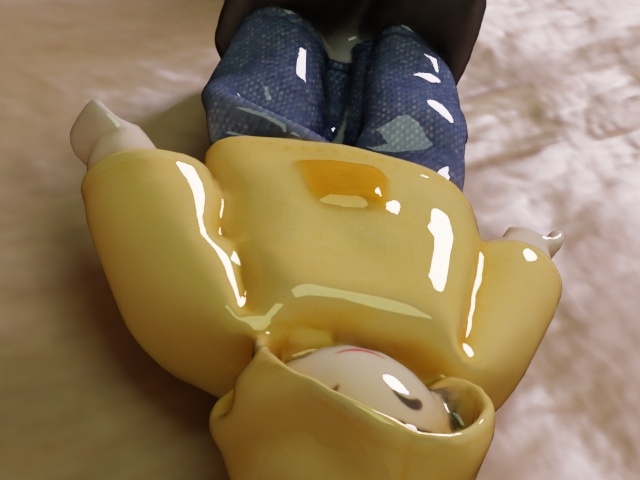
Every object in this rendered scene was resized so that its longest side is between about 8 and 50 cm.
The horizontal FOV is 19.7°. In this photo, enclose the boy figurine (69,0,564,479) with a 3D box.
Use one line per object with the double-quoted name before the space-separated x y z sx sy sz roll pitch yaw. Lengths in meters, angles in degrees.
"boy figurine" 0.000 0.000 0.613 0.177 0.092 0.285 19 36 -11
